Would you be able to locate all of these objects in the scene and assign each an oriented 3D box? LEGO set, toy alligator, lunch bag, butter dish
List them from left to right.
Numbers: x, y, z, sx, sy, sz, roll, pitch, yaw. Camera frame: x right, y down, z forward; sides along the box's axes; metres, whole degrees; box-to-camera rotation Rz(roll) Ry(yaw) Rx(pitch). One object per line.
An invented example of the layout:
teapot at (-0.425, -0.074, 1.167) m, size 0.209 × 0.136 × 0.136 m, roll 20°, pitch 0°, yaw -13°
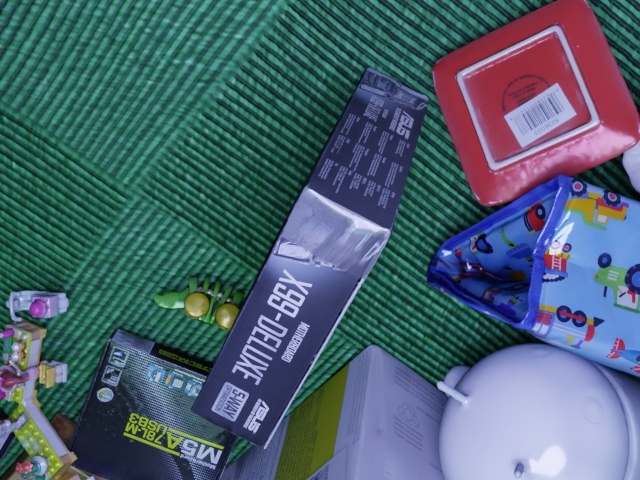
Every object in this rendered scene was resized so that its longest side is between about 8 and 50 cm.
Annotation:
LEGO set at (-0.353, 0.202, 1.041) m, size 0.132 × 0.107 × 0.286 m, roll -6°, pitch 93°, yaw 28°
toy alligator at (-0.097, 0.080, 1.030) m, size 0.190 × 0.056 × 0.051 m, roll 19°, pitch 80°, yaw -5°
butter dish at (0.209, -0.120, 0.844) m, size 0.160 × 0.118 × 0.159 m, roll -24°, pitch 71°, yaw 22°
lunch bag at (0.244, 0.050, 0.861) m, size 0.221 × 0.293 × 0.138 m, roll 19°, pitch 83°, yaw -10°

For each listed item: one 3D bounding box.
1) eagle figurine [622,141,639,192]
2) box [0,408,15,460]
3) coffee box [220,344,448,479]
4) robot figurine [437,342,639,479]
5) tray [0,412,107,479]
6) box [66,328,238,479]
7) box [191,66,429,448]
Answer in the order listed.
eagle figurine at (0.441, -0.079, 0.751) m, size 0.299 × 0.225 × 0.226 m, roll 2°, pitch 131°, yaw -28°
box at (-0.512, 0.236, 1.151) m, size 0.147 × 0.077 × 0.180 m, roll -30°, pitch 112°, yaw 21°
coffee box at (0.064, 0.400, 1.029) m, size 0.338 × 0.338 × 0.334 m, roll 38°, pitch 118°, yaw -14°
robot figurine at (0.261, 0.223, 0.933) m, size 0.354 × 0.300 × 0.199 m, roll 24°, pitch 95°, yaw -42°
tray at (-0.397, 0.427, 1.254) m, size 0.203 × 0.076 × 0.411 m, roll 37°, pitch 117°, yaw -15°
box at (-0.196, 0.223, 1.092) m, size 0.191 × 0.045 × 0.184 m, roll 23°, pitch 105°, yaw -5°
box at (0.000, 0.000, 0.821) m, size 0.077 × 0.307 × 0.242 m, roll 27°, pitch 119°, yaw -2°
